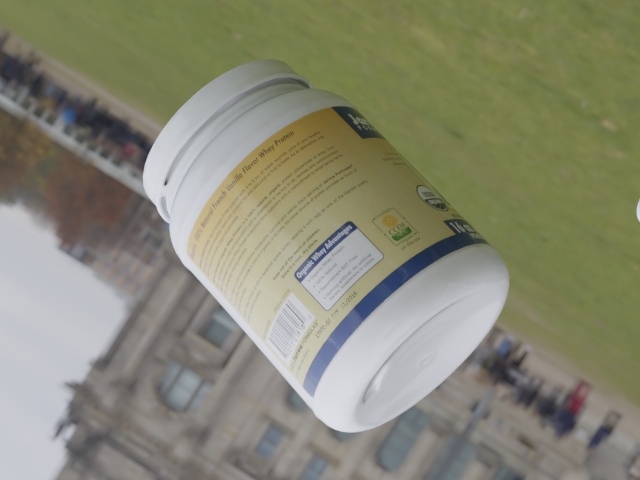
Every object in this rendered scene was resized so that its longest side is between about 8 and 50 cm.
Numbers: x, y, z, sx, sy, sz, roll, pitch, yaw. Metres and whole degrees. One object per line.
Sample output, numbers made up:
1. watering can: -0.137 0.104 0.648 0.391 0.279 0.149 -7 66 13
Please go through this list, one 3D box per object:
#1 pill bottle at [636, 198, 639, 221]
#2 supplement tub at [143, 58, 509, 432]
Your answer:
1. pill bottle: 0.391 -0.018 1.637 0.065 0.065 0.116 33 180 -39
2. supplement tub: 0.000 0.000 1.472 0.316 0.228 0.228 47 -175 22
